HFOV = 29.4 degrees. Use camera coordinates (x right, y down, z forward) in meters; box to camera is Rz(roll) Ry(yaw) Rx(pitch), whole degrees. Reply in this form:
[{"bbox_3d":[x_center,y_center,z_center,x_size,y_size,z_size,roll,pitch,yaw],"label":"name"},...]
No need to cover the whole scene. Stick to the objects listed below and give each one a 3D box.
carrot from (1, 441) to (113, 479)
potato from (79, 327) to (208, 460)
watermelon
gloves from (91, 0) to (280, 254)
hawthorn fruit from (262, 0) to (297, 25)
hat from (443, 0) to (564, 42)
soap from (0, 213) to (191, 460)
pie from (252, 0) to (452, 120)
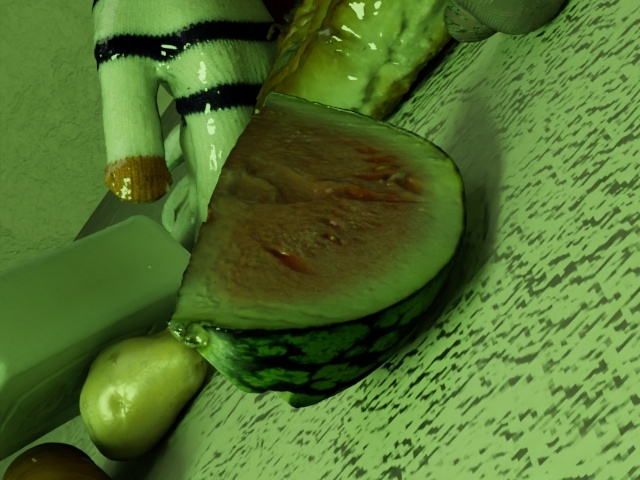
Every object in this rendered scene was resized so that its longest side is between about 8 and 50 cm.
[{"bbox_3d":[-0.136,0.140,0.625,0.067,0.067,0.225,-58,11,-12],"label":"carrot"},{"bbox_3d":[-0.097,0.081,0.668,0.083,0.062,0.068,-28,49,12],"label":"potato"},{"bbox_3d":[0.005,0.012,0.433,0.163,0.086,0.069,-73,-10,-57],"label":"watermelon"},{"bbox_3d":[-0.078,-0.088,0.811,0.131,0.219,0.140,-19,-7,5],"label":"gloves"},{"bbox_3d":[-0.047,-0.187,0.961,0.157,0.157,0.194,-55,-3,2],"label":"hawthorn fruit"},{"bbox_3d":[0.084,-0.104,0.508,0.058,0.042,0.087,-48,-21,1],"label":"hat"},{"bbox_3d":[-0.162,0.062,0.703,0.121,0.064,0.183,-52,-13,32],"label":"soap"},{"bbox_3d":[0.053,-0.180,0.702,0.315,0.092,0.315,-57,11,17],"label":"pie"}]
